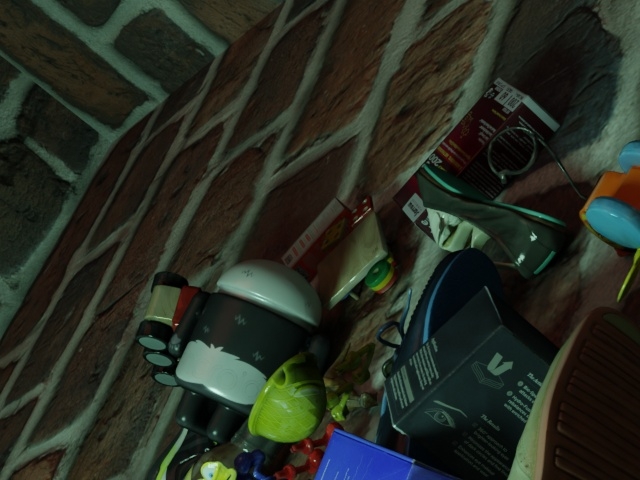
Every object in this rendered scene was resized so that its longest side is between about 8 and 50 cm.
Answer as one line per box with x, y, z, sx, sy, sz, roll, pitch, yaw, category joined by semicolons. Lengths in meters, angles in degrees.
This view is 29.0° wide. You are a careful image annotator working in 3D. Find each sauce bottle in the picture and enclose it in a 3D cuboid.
-0.151;0.367;1.695;0.344;0.111;0.111;-52;21;-8;sauce bottle

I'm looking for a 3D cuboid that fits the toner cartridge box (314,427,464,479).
0.018;0.378;1.254;0.165;0.075;0.348;8;75;63;toner cartridge box

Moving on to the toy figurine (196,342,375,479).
-0.007;0.319;1.437;0.217;0.191;0.363;54;131;33;toy figurine

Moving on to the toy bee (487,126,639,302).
0.349;-0.038;1.329;0.195;0.162;0.298;-42;46;1;toy bee

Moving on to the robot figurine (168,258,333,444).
-0.107;0.165;1.829;0.278;0.209;0.173;-66;11;-11;robot figurine

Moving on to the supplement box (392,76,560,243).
0.220;-0.112;1.778;0.239;0.073;0.130;-49;21;7;supplement box

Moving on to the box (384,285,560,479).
0.178;0.162;1.292;0.158;0.156;0.093;-45;21;15;box

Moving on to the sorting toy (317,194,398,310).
0.058;0.035;1.901;0.132;0.046;0.274;-44;22;17;sorting toy

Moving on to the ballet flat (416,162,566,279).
0.198;-0.022;1.597;0.280;0.095;0.096;31;100;56;ballet flat

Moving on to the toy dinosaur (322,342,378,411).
0.019;0.205;1.697;0.211;0.112;0.064;-142;49;-69;toy dinosaur

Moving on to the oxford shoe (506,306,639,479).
0.209;0.234;1.142;0.146;0.140;0.397;-35;23;52;oxford shoe

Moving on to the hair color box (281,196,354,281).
0.000;0.000;2.083;0.141;0.043;0.072;-48;21;5;hair color box

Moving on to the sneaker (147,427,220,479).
-0.169;0.316;1.893;0.097;0.084;0.235;13;64;41;sneaker

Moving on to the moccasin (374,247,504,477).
0.117;0.154;1.456;0.117;0.137;0.342;-24;33;48;moccasin

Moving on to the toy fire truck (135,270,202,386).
-0.149;0.144;2.010;0.217;0.246;0.159;84;-163;-59;toy fire truck
